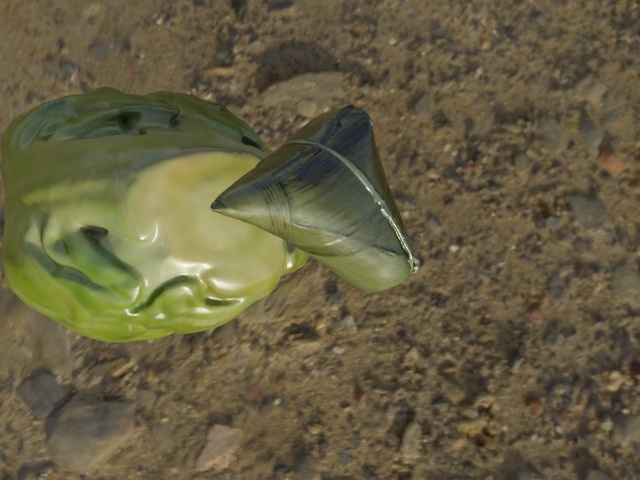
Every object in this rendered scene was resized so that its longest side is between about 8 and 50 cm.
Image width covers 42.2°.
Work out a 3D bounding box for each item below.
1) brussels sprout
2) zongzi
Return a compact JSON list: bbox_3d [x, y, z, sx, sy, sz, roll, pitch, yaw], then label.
[{"bbox_3d":[-0.107,-0.020,0.559,0.223,0.223,0.161,6,106,-21],"label":"brussels sprout"},{"bbox_3d":[0.000,0.000,0.417,0.113,0.052,0.104,-45,117,-45],"label":"zongzi"}]
